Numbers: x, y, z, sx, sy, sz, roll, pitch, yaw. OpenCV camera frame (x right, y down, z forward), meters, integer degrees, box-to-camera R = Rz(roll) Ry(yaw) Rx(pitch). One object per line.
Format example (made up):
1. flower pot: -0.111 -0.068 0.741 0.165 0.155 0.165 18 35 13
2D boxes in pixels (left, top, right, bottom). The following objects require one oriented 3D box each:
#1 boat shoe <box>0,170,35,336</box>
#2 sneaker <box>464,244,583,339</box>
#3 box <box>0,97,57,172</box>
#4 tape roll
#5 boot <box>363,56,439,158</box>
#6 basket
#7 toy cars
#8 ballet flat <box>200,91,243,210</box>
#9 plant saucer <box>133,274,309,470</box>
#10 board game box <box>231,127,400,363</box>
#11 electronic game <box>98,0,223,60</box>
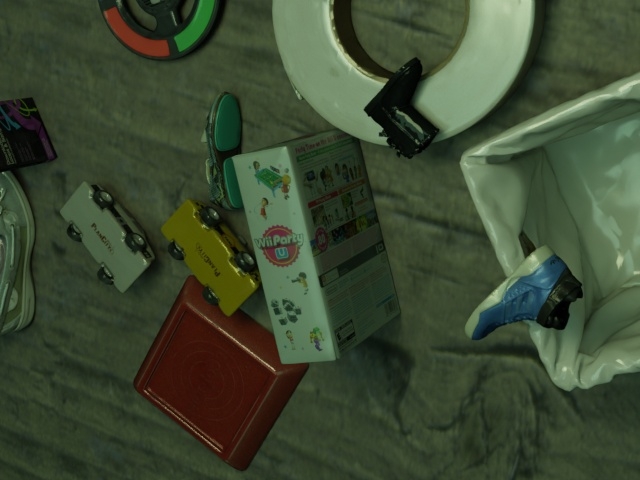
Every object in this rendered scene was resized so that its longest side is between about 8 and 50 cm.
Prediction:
1. boat shoe: -0.584 0.019 1.856 0.118 0.103 0.320 7 106 23
2. sneaker: 0.242 0.086 1.224 0.084 0.058 0.152 49 115 19
3. box: -0.519 -0.177 1.744 0.029 0.162 0.116 -21 94 27
4. tape roll: 0.117 -0.324 1.466 0.392 0.072 0.392 7 106 24
5. boot: 0.124 -0.178 1.435 0.099 0.045 0.121 49 124 9
6. basket: 0.402 -0.037 1.297 0.331 0.266 0.328 -22 93 27
7. toy cars: -0.254 0.006 1.716 0.394 0.087 0.176 10 102 26
8. ballet flat: -0.161 -0.140 1.647 0.070 0.070 0.188 1 100 25
9. plant saucer: -0.184 0.232 1.757 0.259 0.048 0.258 36 115 12
10. board game box: 0.000 0.000 1.516 0.098 0.224 0.303 -8 99 29
11. electronic game: -0.254 -0.397 1.632 0.229 0.048 0.229 6 105 23
